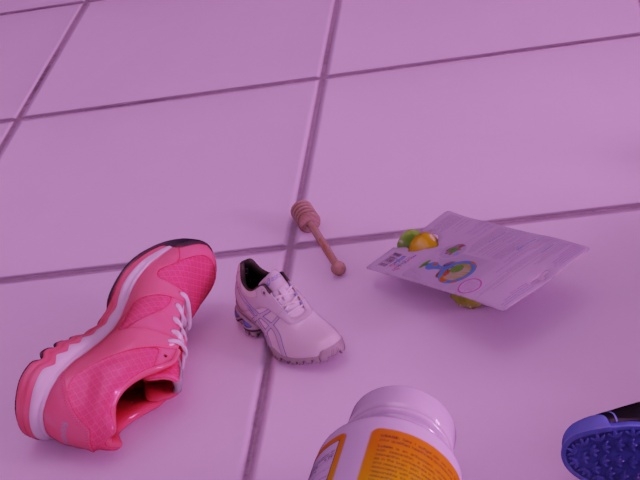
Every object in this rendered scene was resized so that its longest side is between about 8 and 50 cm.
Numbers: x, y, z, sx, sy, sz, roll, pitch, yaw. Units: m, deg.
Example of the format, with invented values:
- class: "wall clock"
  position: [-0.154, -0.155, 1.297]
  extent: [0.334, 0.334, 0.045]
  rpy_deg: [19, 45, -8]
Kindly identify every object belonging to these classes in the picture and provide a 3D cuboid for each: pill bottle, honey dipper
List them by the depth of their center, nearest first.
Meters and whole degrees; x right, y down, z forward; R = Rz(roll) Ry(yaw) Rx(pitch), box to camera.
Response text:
- class: "pill bottle"
  position: [0.050, 0.239, 1.233]
  extent: [0.136, 0.136, 0.245]
  rpy_deg: [-2, 31, 17]
- class: "honey dipper"
  position: [0.000, 0.000, 1.770]
  extent: [0.030, 0.030, 0.160]
  rpy_deg: [-18, 35, -10]

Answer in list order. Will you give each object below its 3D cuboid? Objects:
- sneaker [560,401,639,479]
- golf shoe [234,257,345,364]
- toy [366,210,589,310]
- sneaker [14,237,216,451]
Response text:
- class: "sneaker"
  position: [0.334, 0.173, 1.308]
  extent: [0.232, 0.081, 0.090]
  rpy_deg: [-2, 28, 4]
- class: "golf shoe"
  position: [-0.043, 0.078, 1.593]
  extent: [0.069, 0.086, 0.176]
  rpy_deg: [-29, 36, -30]
- class: "toy"
  position: [0.177, 0.036, 1.613]
  extent: [0.137, 0.056, 0.237]
  rpy_deg: [-33, 31, -26]
- class: "sneaker"
  position: [-0.188, 0.124, 1.573]
  extent: [0.136, 0.116, 0.314]
  rpy_deg: [19, 48, 27]
